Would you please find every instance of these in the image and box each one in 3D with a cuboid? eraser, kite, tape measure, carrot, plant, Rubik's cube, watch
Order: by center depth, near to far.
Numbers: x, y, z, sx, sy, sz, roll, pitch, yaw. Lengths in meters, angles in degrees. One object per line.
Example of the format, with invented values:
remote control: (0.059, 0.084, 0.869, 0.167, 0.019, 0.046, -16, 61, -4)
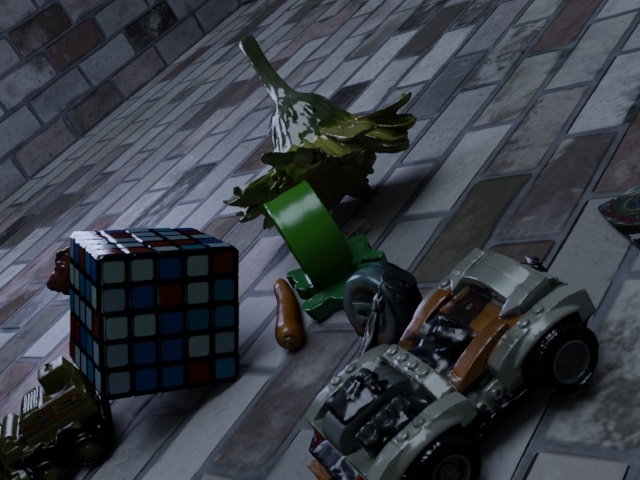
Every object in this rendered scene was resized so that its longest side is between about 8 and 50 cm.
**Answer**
kite: (0.381, -0.011, 0.935, 0.152, 0.015, 0.285, -24, 25, 17)
tape measure: (0.040, 0.106, 1.002, 0.107, 0.104, 0.180, 4, 41, 48)
Rubik's cube: (-0.223, 0.085, 1.186, 0.184, 0.182, 0.187, -4, 11, -28)
watch: (0.000, 0.000, 1.205, 0.131, 0.152, 0.165, -29, 22, -2)
carrot: (-0.045, 0.093, 1.226, 0.037, 0.037, 0.190, -29, 20, 7)
eraser: (0.034, -0.001, 1.326, 0.083, 0.019, 0.038, -44, 28, -25)
plant: (-0.027, -0.139, 1.379, 0.306, 0.261, 0.297, -34, 56, -30)

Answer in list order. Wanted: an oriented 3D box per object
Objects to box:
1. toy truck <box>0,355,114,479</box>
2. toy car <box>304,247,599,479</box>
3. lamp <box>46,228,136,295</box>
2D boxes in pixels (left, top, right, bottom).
toy truck: (-0.402, 0.273, 1.189, 0.257, 0.127, 0.127, -36, 25, -1)
toy car: (0.116, 0.131, 0.859, 0.301, 0.118, 0.193, -38, 27, -11)
lamp: (-0.314, 0.050, 1.473, 0.223, 0.215, 0.151, 24, 89, 26)
